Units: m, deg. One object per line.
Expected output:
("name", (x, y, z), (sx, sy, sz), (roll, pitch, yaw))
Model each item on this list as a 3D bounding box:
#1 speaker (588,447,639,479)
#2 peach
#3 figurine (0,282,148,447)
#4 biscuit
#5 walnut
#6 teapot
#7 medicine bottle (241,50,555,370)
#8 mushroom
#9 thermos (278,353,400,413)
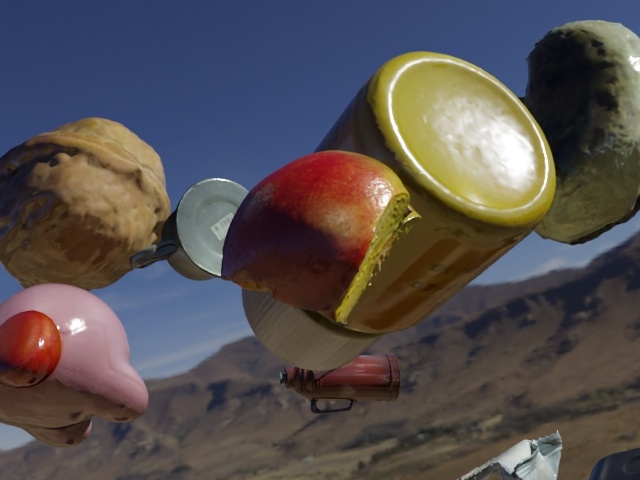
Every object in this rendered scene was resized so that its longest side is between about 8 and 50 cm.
("speaker", (0.582, 0.379, 1.359), (0.388, 0.184, 0.180), (-29, 6, 35))
("peach", (-0.003, -0.007, 0.620), (0.151, 0.118, 0.151), (-56, -3, -5))
("figurine", (-0.397, 0.162, 1.203), (0.270, 0.211, 0.261), (-28, -35, 28))
("biscuit", (0.164, 0.351, 1.054), (0.309, 0.079, 0.186), (-39, -21, 24))
("walnut", (-0.418, -0.060, 1.467), (0.344, 0.306, 0.306), (-24, -14, 39))
("teapot", (-0.196, -0.002, 1.351), (0.239, 0.162, 0.149), (-22, 0, -36))
("medicine bottle", (0.064, -0.010, 0.945), (0.224, 0.224, 0.384), (-7, -27, -34))
("mushroom", (0.360, -0.174, 1.183), (0.247, 0.344, 0.130), (7, -22, 31))
("thermos", (0.034, 0.275, 1.638), (0.232, 0.124, 0.099), (0, -13, -10))
